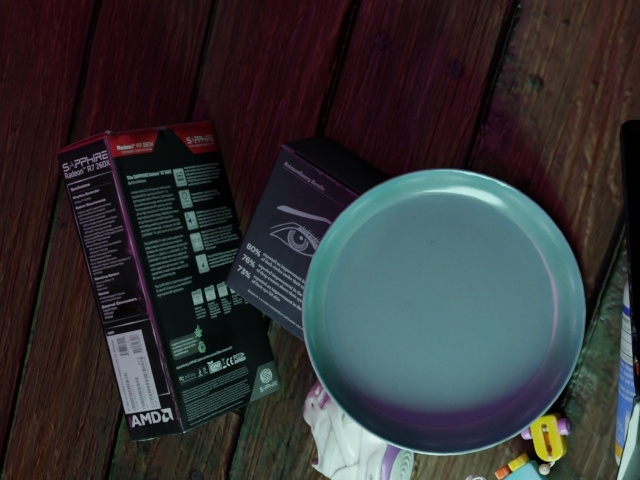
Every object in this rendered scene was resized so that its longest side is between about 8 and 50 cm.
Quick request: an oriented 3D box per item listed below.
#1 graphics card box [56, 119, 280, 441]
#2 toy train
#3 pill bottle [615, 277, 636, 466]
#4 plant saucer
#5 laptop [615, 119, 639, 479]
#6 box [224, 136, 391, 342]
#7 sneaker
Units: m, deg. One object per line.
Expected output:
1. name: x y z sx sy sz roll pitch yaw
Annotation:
1. graphics card box: -0.184 0.043 1.601 0.094 0.233 0.371 -15 91 29
2. toy train: 0.231 0.231 1.484 0.125 0.046 0.166 18 105 30
3. pill bottle: 0.383 0.106 1.299 0.152 0.152 0.272 7 102 31
4. plant saucer: 0.136 0.079 1.427 0.317 0.044 0.318 0 87 -5
5. laptop: 0.462 0.118 1.215 0.382 0.236 0.408 1 72 0
6. box: 0.000 0.000 1.550 0.153 0.108 0.207 35 115 22
7. sneaker: 0.037 0.176 1.541 0.152 0.114 0.305 17 116 32
